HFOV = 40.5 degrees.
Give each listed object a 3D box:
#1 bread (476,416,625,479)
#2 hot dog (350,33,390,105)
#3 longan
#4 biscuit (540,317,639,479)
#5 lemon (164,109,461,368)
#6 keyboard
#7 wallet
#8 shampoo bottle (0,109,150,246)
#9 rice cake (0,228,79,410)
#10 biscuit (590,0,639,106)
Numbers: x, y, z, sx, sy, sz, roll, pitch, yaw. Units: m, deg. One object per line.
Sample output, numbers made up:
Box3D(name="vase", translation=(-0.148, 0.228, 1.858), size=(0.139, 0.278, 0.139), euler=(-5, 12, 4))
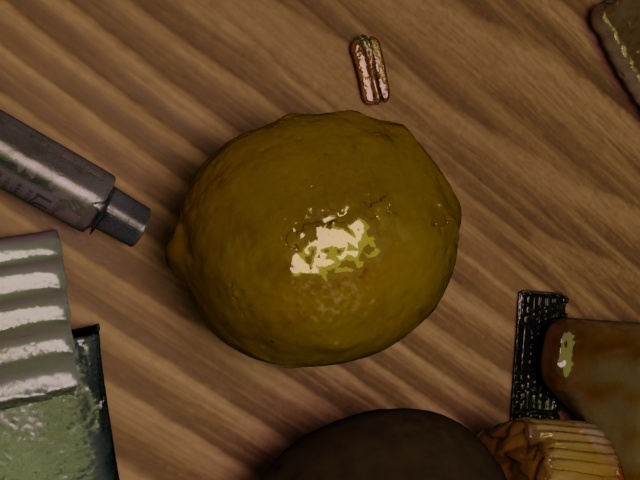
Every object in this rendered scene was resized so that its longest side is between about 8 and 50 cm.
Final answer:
Box3D(name="bread", translation=(0.244, 0.317, 0.938), size=(0.133, 0.179, 0.250), euler=(12, 70, -23))
Box3D(name="hot dog", translation=(0.057, -0.198, 1.006), size=(0.037, 0.021, 0.083), euler=(-11, 98, -3))
Box3D(name="longan", translation=(0.045, 0.331, 0.866), size=(0.288, 0.288, 0.350), euler=(45, 81, -18))
Box3D(name="biscuit", translation=(0.387, 0.221, 1.120), size=(0.290, 0.062, 0.237), euler=(5, 89, -32))
Box3D(name="lemon", translation=(-0.002, 0.001, 0.856), size=(0.284, 0.260, 0.261), euler=(-2, 91, -38))
Box3D(name="keyboard", translation=(0.278, 0.180, 1.107), size=(0.072, 0.023, 0.231), euler=(5, 88, -22))
Box3D(name="wallet", translation=(-0.279, 0.284, 0.840), size=(0.190, 0.046, 0.379), euler=(-10, 94, -26))
Box3D(name="shampoo bottle", translation=(-0.265, -0.063, 0.834), size=(0.214, 0.072, 0.072), euler=(31, 78, -21))
Box3D(name="rice cake", translation=(-0.329, 0.081, 0.791), size=(0.198, 0.037, 0.189), euler=(-3, 68, -22))
Box3D(name="biscuit", translation=(0.518, -0.309, 1.201), size=(0.325, 0.044, 0.217), euler=(-42, 105, -19))
